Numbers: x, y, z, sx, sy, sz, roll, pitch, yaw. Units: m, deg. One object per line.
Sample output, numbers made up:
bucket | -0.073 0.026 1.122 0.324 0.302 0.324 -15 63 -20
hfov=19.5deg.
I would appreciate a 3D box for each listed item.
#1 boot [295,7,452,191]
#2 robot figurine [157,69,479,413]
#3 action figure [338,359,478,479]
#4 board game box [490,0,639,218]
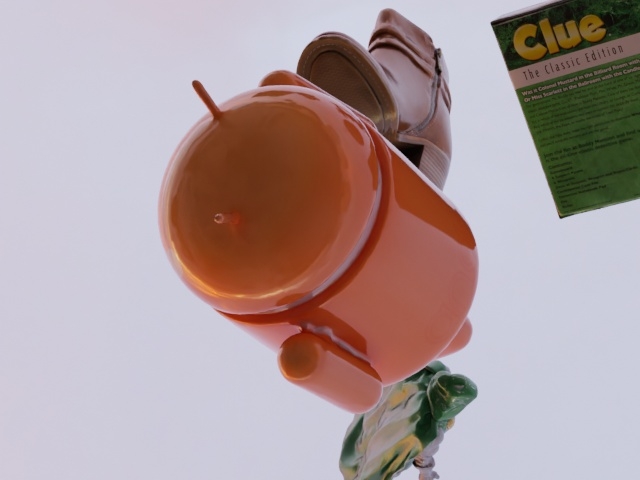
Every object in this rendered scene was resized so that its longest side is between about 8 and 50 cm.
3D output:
boot | 0.044 -0.124 1.401 0.073 0.197 0.152 -8 -132 22
robot figurine | -0.001 -0.002 0.979 0.128 0.219 0.158 21 -102 39
action figure | 0.072 0.158 1.542 0.232 0.064 0.137 129 -29 -60
board game box | 0.240 -0.105 1.108 0.260 0.030 0.136 -13 -75 30
